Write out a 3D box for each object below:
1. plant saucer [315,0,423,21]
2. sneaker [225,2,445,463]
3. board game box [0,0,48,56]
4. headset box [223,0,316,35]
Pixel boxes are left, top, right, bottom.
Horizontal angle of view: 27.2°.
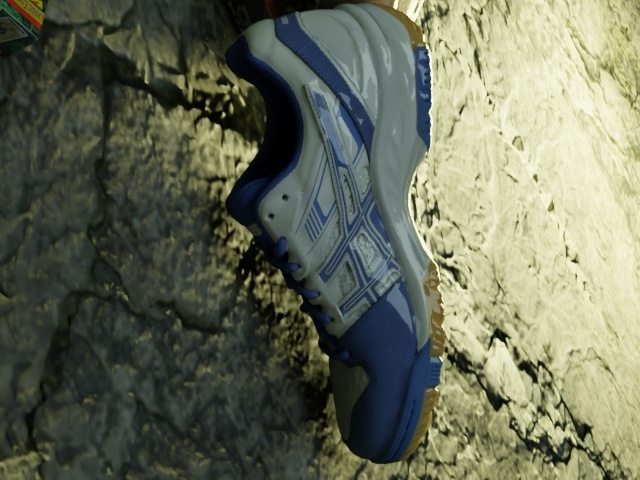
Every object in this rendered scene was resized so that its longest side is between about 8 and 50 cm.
[{"bbox_3d":[0.068,-0.255,0.940,0.310,0.050,0.311,19,90,-84],"label":"plant saucer"},{"bbox_3d":[0.000,0.000,0.847,0.131,0.112,0.297,-6,93,-22],"label":"sneaker"},{"bbox_3d":[-0.221,-0.219,0.641,0.259,0.030,0.136,42,43,-42],"label":"board game box"},{"bbox_3d":[-0.033,-0.159,0.924,0.062,0.032,0.083,66,31,-11],"label":"headset box"}]
